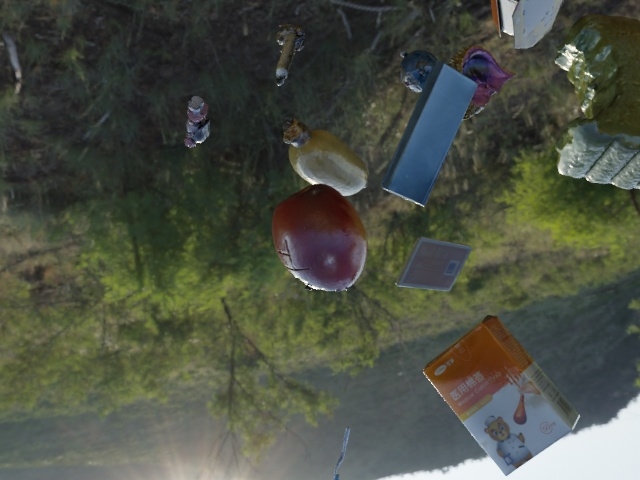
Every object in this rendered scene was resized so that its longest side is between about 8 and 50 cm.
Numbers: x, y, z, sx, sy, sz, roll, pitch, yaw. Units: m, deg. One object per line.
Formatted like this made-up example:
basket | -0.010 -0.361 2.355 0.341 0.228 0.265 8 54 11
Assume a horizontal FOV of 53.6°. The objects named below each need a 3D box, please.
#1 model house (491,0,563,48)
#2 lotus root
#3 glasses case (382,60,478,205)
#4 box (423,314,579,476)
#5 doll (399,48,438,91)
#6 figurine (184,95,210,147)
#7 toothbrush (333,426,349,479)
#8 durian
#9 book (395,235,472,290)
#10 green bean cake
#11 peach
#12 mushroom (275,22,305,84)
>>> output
model house | 0.507 -0.608 1.625 0.207 0.136 0.219 -49 150 -6
lotus root | 0.015 -0.197 1.628 0.146 0.130 0.303 0 158 43
glasses case | 0.208 -0.212 1.259 0.105 0.266 0.056 21 -175 -30
box | 0.464 0.393 1.648 0.225 0.341 0.143 -45 160 22
doll | 0.210 -0.365 1.360 0.085 0.114 0.152 -43 -166 14
figurine | -0.283 -0.270 1.454 0.054 0.072 0.129 24 151 0
toothbrush | 0.042 0.430 1.270 0.013 0.131 0.011 5 -160 -18
durian | 0.359 -0.384 1.620 0.186 0.154 0.260 -44 -179 36
book | 0.351 0.075 1.948 0.242 0.018 0.170 10 113 -38
green bean cake | 0.443 -0.188 0.901 0.233 0.236 0.124 14 153 0
peach | 0.000 0.000 1.328 0.196 0.226 0.190 -24 -173 15
mushroom | -0.071 -0.379 1.277 0.062 0.187 0.060 13 134 -1
